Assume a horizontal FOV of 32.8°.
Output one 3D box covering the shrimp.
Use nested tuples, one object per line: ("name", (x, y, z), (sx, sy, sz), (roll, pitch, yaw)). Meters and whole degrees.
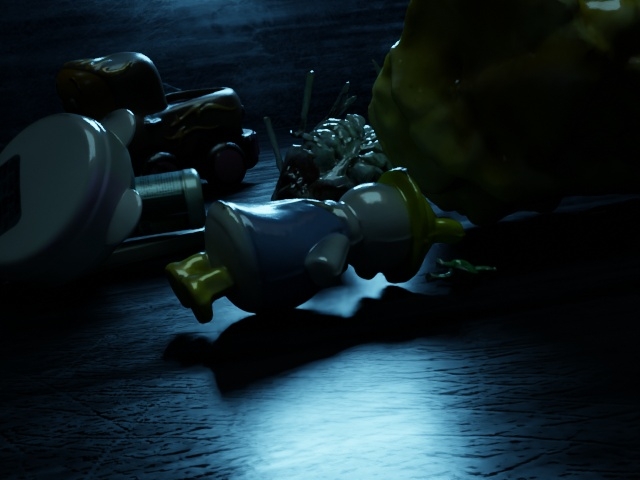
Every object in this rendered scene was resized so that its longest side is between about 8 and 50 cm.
("shrimp", (0.027, -0.087, 1.237), (0.221, 0.166, 0.410), (28, 31, 6))

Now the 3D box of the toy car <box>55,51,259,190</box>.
("toy car", (-0.277, -0.193, 1.786), (0.340, 0.241, 0.271), (-16, 15, -31))

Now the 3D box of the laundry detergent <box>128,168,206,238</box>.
("laundry detergent", (-0.242, -0.032, 1.199), (0.225, 0.070, 0.099), (-8, 12, -8))

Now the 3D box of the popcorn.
("popcorn", (0.238, -0.149, 1.063), (0.381, 0.349, 0.349), (39, 29, 18))

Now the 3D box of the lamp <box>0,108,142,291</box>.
("lamp", (-0.277, -0.025, 1.087), (0.246, 0.180, 0.108), (-24, -40, 18))

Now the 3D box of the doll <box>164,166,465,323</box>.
("doll", (0.000, 0.001, 0.860), (0.241, 0.099, 0.135), (-10, -13, -23))

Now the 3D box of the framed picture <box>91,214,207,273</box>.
("framed picture", (-0.214, 0.001, 1.261), (0.265, 0.018, 0.192), (-16, 12, -42))

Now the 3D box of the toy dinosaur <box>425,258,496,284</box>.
("toy dinosaur", (0.118, 0.026, 0.861), (0.062, 0.021, 0.083), (3, 4, -23))
